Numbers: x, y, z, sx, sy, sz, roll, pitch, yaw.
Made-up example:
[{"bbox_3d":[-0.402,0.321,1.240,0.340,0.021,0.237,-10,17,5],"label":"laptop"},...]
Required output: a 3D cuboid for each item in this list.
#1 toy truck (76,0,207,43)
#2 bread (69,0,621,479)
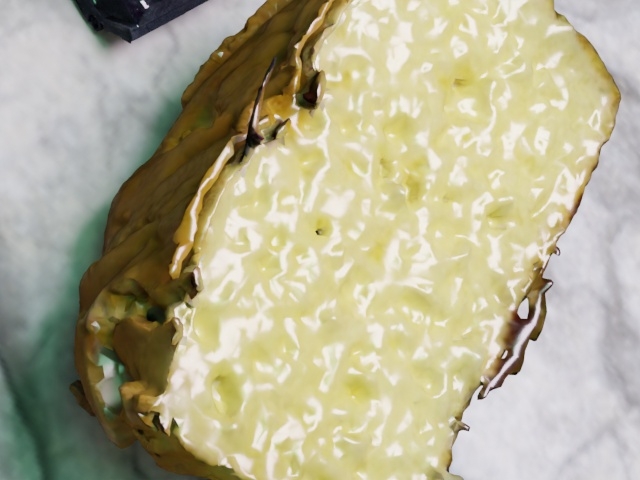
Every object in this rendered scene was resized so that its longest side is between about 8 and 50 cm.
[{"bbox_3d":[-0.100,-0.188,0.739,0.083,0.092,0.192,-35,100,-33],"label":"toy truck"},{"bbox_3d":[0.000,-0.005,0.704,0.160,0.147,0.260,36,65,-25],"label":"bread"}]
